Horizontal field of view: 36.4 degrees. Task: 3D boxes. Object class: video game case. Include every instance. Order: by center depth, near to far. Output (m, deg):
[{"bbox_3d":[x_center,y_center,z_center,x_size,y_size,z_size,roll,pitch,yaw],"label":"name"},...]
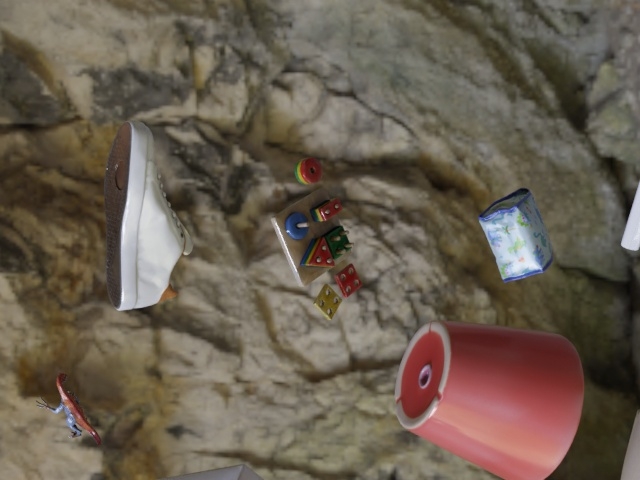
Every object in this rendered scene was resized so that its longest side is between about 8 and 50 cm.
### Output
[{"bbox_3d":[0.392,-0.124,1.092,0.193,0.023,0.212,-53,-26,-44],"label":"video game case"}]

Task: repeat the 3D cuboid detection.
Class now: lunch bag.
[{"bbox_3d":[0.348,-0.015,1.690,0.151,0.096,0.128,-34,-76,-54],"label":"lunch bag"}]

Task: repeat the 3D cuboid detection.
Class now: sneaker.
[{"bbox_3d":[-0.253,-0.041,1.458,0.106,0.123,0.290,37,127,53],"label":"sneaker"}]

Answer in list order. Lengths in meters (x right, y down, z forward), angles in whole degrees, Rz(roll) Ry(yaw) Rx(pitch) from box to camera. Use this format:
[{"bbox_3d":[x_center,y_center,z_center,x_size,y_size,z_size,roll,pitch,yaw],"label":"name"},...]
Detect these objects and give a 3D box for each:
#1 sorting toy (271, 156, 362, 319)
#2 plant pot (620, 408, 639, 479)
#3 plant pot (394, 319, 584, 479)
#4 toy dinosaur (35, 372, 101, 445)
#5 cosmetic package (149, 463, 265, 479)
[{"bbox_3d":[0.000,0.000,1.684,0.132,0.046,0.274,-33,-73,-38],"label":"sorting toy"},{"bbox_3d":[0.593,0.458,1.603,0.274,0.256,0.256,-64,-11,-6],"label":"plant pot"},{"bbox_3d":[0.279,0.263,1.690,0.275,0.243,0.275,-161,90,-72],"label":"plant pot"},{"bbox_3d":[-0.316,0.211,1.256,0.047,0.090,0.082,-53,-30,-48],"label":"toy dinosaur"},{"bbox_3d":[-0.265,0.608,2.052,0.155,0.365,0.197,46,-133,-28],"label":"cosmetic package"}]
